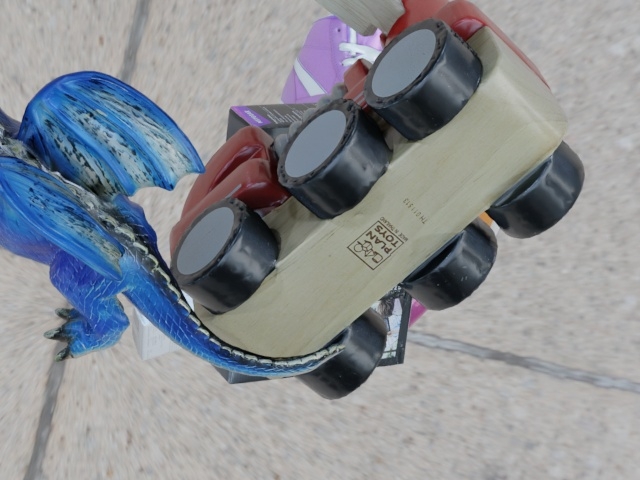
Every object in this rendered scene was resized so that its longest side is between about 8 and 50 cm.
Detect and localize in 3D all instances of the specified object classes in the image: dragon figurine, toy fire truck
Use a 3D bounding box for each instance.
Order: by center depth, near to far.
[{"bbox_3d":[-0.112,-0.019,0.754,0.289,0.144,0.085,33,58,0],"label":"dragon figurine"},{"bbox_3d":[0.002,-0.073,0.923,0.217,0.246,0.158,-42,119,17],"label":"toy fire truck"}]

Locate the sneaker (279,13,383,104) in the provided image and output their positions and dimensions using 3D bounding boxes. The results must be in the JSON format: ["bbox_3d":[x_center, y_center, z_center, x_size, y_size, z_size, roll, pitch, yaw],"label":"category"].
[{"bbox_3d":[0.050,-0.157,1.727,0.102,0.282,0.161,7,109,-38],"label":"sneaker"}]

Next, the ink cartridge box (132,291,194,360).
[{"bbox_3d":[-0.121,0.072,1.820,0.179,0.145,0.045,-19,74,-13],"label":"ink cartridge box"}]

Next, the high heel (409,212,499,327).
[{"bbox_3d":[0.122,0.046,1.903,0.082,0.117,0.244,34,51,15],"label":"high heel"}]

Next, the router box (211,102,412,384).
[{"bbox_3d":[0.000,0.000,1.064,0.133,0.046,0.179,-4,114,-28],"label":"router box"}]
